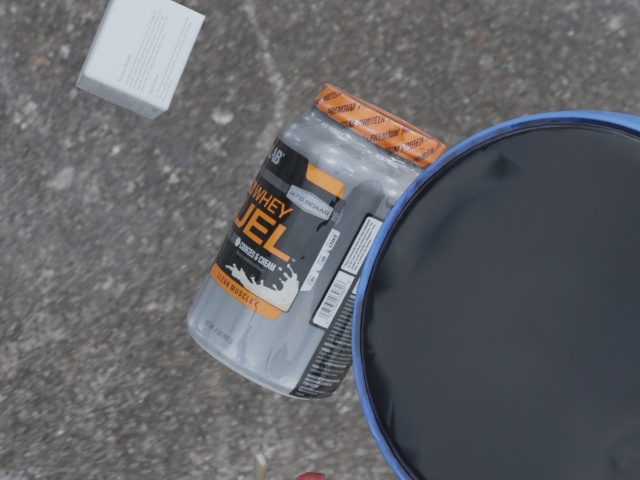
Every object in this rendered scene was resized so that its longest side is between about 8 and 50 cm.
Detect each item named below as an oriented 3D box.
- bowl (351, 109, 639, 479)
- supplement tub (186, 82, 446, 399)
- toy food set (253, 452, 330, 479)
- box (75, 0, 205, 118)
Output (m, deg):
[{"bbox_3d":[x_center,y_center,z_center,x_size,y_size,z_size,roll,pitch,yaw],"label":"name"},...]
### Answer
[{"bbox_3d":[0.199,0.077,1.122,0.077,0.391,0.391,17,61,-58],"label":"bowl"},{"bbox_3d":[0.000,0.000,1.481,0.193,0.193,0.316,24,98,-23],"label":"supplement tub"},{"bbox_3d":[0.021,0.274,1.223,0.071,0.128,0.218,-27,53,-19],"label":"toy food set"},{"bbox_3d":[-0.176,-0.182,1.297,0.087,0.102,0.101,23,84,-15],"label":"box"}]
